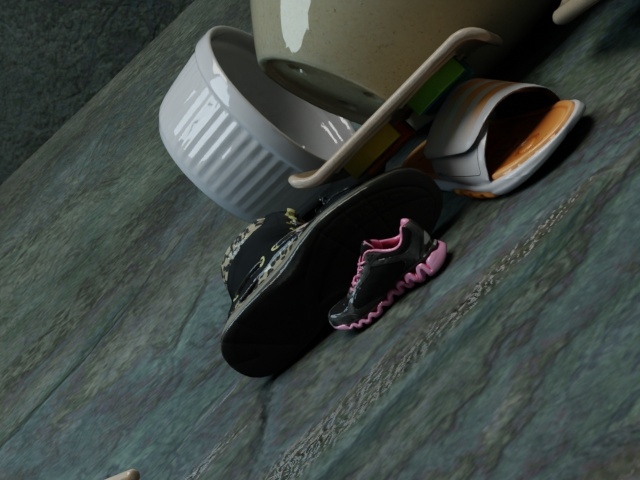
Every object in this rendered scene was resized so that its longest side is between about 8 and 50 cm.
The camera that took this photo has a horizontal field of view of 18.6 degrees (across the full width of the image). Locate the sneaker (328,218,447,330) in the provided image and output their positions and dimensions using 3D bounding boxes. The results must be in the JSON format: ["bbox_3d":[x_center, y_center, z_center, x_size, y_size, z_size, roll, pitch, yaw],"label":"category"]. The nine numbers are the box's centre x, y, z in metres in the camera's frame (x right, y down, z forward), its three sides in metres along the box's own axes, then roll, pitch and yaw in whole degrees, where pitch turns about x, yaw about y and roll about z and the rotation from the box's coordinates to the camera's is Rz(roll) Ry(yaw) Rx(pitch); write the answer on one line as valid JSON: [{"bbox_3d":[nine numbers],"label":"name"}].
[{"bbox_3d":[0.046,0.025,1.617,0.119,0.057,0.047,-39,18,17],"label":"sneaker"}]

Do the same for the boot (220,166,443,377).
[{"bbox_3d":[-0.002,0.000,1.730,0.236,0.085,0.178,-43,20,10],"label":"boot"}]

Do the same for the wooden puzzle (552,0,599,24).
[{"bbox_3d":[0.265,-0.383,1.619,0.080,0.348,0.322,-1,-9,-16],"label":"wooden puzzle"}]

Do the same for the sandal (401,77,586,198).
[{"bbox_3d":[0.123,-0.092,1.693,0.102,0.076,0.265,-50,18,-21],"label":"sandal"}]

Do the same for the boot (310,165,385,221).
[{"bbox_3d":[0.038,-0.045,1.840,0.121,0.045,0.099,-32,19,44],"label":"boot"}]

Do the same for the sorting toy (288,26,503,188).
[{"bbox_3d":[0.074,-0.110,1.707,0.208,0.038,0.193,-41,-3,10],"label":"sorting toy"}]

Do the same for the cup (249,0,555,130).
[{"bbox_3d":[0.061,-0.244,1.879,0.237,0.331,0.331,-66,21,-9],"label":"cup"}]

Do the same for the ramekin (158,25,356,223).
[{"bbox_3d":[-0.066,-0.107,1.972,0.109,0.207,0.207,-47,14,21],"label":"ramekin"}]

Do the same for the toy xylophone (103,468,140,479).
[{"bbox_3d":[-0.221,0.296,1.518,0.322,0.081,0.236,-19,29,55],"label":"toy xylophone"}]
